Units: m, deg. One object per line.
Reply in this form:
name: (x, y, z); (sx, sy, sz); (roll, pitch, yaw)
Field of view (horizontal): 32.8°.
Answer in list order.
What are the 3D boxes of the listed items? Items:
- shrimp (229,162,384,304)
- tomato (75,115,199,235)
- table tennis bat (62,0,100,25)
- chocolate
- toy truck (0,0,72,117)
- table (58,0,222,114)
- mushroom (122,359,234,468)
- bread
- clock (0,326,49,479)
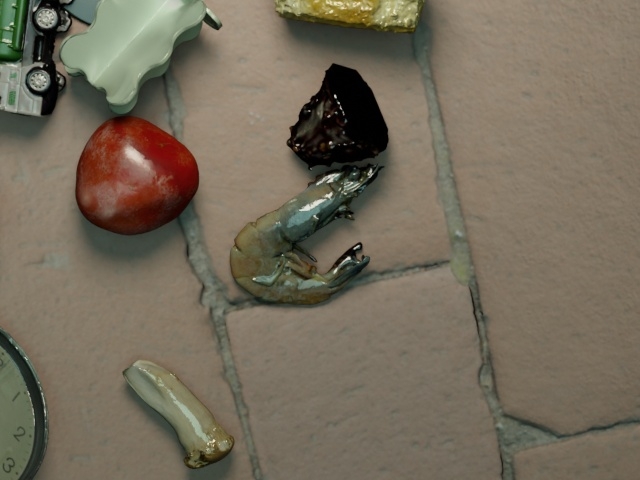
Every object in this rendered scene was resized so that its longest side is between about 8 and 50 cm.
shrimp: (0.001, 0.003, 1.698); (0.289, 0.075, 0.178); (-35, 108, -3)
tomato: (-0.275, -0.088, 1.609); (0.187, 0.151, 0.187); (-2, 103, -10)
table tennis bat: (-0.370, -0.426, 1.616); (0.274, 0.021, 0.154); (33, 93, -12)
chocolate: (0.010, -0.173, 1.659); (0.133, 0.156, 0.156); (-27, 101, 25)
toy truck: (-0.431, -0.304, 1.575); (0.125, 0.101, 0.242); (7, 99, -3)
table: (-0.268, -0.291, 1.560); (0.166, 0.166, 0.198); (41, 84, -11)
mushroom: (-0.226, 0.268, 1.706); (0.084, 0.071, 0.209); (-35, 99, 28)
bread: (0.040, -0.373, 1.599); (0.246, 0.174, 0.121); (10, 101, -1)
clock: (-0.518, 0.239, 1.544); (0.061, 0.312, 0.312); (-27, 102, 26)
